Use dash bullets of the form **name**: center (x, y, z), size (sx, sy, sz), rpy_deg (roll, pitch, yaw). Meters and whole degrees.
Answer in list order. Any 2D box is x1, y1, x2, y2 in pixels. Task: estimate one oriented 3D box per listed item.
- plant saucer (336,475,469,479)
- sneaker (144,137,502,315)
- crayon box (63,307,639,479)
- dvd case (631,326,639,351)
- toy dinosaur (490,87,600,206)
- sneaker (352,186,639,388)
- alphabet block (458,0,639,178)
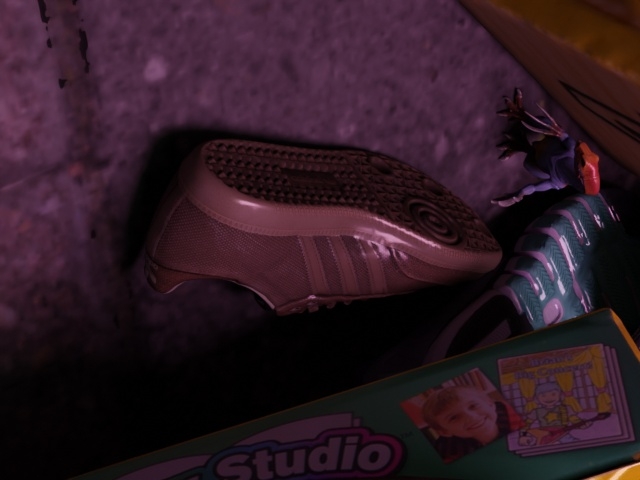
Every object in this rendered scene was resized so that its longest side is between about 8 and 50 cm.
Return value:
- **plant saucer**: center (0.009, 0.193, 0.624), size (0.278, 0.041, 0.278), rpy_deg (-7, 126, -10)
- **sneaker**: center (0.000, 0.000, 0.727), size (0.188, 0.066, 0.071), rpy_deg (12, 127, -39)
- **crayon box**: center (0.000, 0.223, 0.734), size (0.363, 0.106, 0.313), rpy_deg (-18, 130, -2)
- **dvd case**: center (0.215, 0.061, 0.864), size (0.239, 0.029, 0.179), rpy_deg (-18, 147, -49)
- **toy dinosaur**: center (0.120, -0.045, 0.767), size (0.090, 0.082, 0.047), rpy_deg (-10, 121, -35)
- **sneaker**: center (0.097, 0.035, 0.820), size (0.224, 0.098, 0.083), rpy_deg (-28, 100, -47)
- **alphabet block**: center (0.208, -0.117, 0.717), size (0.192, 0.193, 0.197), rpy_deg (-53, 134, -1)
